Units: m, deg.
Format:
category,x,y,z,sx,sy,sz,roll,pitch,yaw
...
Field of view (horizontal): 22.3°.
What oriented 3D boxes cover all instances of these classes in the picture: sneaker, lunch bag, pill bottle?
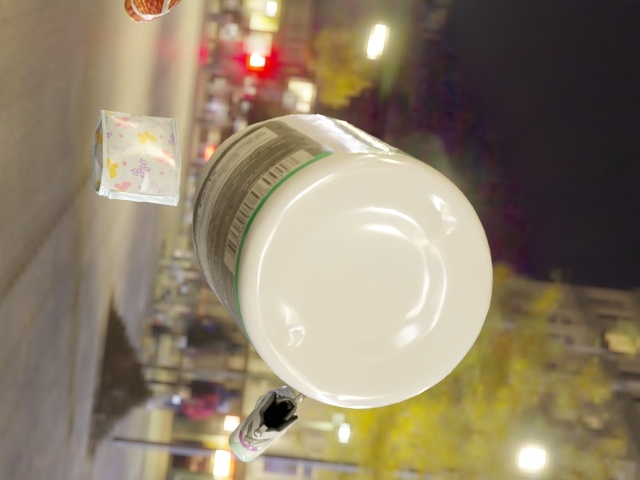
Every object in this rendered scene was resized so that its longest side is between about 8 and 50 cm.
category,x,y,z,sx,sy,sz,roll,pitch,yaw
sneaker,-0.032,0.143,1.372,0.069,0.038,0.098,-44,-176,37
lunch bag,-0.157,-0.064,1.377,0.053,0.071,0.083,111,-24,-44
pill bottle,0.000,0.000,1.397,0.361,0.204,0.204,-137,-127,-73
sneaker,-0.144,-0.299,1.769,0.064,0.175,0.067,61,-19,-12
